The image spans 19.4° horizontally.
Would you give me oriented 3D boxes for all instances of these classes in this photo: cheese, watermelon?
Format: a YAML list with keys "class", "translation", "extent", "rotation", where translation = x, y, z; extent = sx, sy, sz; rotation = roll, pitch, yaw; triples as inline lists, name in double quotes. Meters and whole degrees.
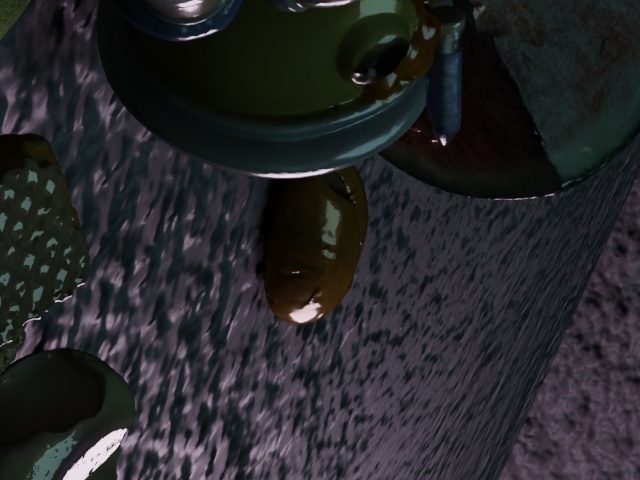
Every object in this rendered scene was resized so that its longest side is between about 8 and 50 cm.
- class: "cheese"
  translation: [-0.191, 0.206, 1.273]
  extent: [0.163, 0.082, 0.286]
  rotation: [-42, 148, -41]
- class: "watermelon"
  translation: [0.139, -0.205, 1.474]
  extent: [0.250, 0.283, 0.292]
  rotation: [-27, 117, -47]

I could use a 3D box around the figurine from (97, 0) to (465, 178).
- class: "figurine"
  translation: [-0.065, -0.158, 0.996]
  extent: [0.205, 0.224, 0.382]
  rotation: [-41, 158, 10]

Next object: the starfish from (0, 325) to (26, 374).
- class: "starfish"
  translation: [-0.248, 0.109, 1.033]
  extent: [0.231, 0.048, 0.295]
  rotation: [-52, 146, -23]

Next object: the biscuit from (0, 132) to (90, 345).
- class: "biscuit"
  translation: [-0.252, 0.063, 0.916]
  extent: [0.378, 0.054, 0.094]
  rotation: [-40, 126, -45]

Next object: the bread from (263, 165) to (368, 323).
- class: "bread"
  translation: [0.000, 0.000, 1.584]
  extent: [0.114, 0.077, 0.189]
  rotation: [-46, 157, -36]

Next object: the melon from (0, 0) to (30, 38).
- class: "melon"
  translation: [-0.159, -0.163, 0.912]
  extent: [0.128, 0.079, 0.160]
  rotation: [-53, 158, -29]
